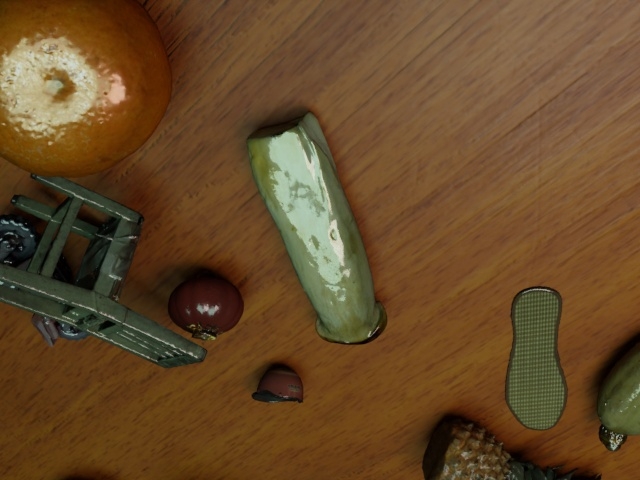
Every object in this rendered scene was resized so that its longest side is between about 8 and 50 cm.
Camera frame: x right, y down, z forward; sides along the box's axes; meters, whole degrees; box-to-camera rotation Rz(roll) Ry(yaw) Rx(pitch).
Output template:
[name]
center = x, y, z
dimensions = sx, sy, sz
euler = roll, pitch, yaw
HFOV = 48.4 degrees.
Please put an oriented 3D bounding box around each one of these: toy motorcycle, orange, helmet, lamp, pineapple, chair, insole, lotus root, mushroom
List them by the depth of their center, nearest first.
[orange]
center = -0.269, -0.177, 0.762
dimensions = 0.224, 0.170, 0.224
euler = -2, 115, -4
[mushroom]
center = 0.000, 0.000, 0.879
dimensions = 0.100, 0.081, 0.312
euler = -16, 115, 9
[chair]
center = -0.263, 0.041, 0.883
dimensions = 0.270, 0.147, 0.136
euler = 26, 154, -25
[lotus root]
center = 0.421, 0.198, 0.936
dimensions = 0.090, 0.077, 0.183
euler = 25, 118, 1
[lamp]
center = -0.152, 0.087, 0.944
dimensions = 0.101, 0.090, 0.101
euler = 0, 155, 0
[toy motorcycle]
center = -0.399, 0.061, 0.968
dimensions = 0.118, 0.084, 0.212
euler = -19, 121, 8
[insole]
center = 0.296, 0.170, 0.979
dimensions = 0.086, 0.005, 0.253
euler = -5, 119, 10
[helmet]
center = -0.060, 0.207, 1.024
dimensions = 0.084, 0.049, 0.065
euler = -11, 155, 43
[pineapple]
center = 0.286, 0.356, 1.028
dimensions = 0.277, 0.119, 0.130
euler = 22, 101, -7
